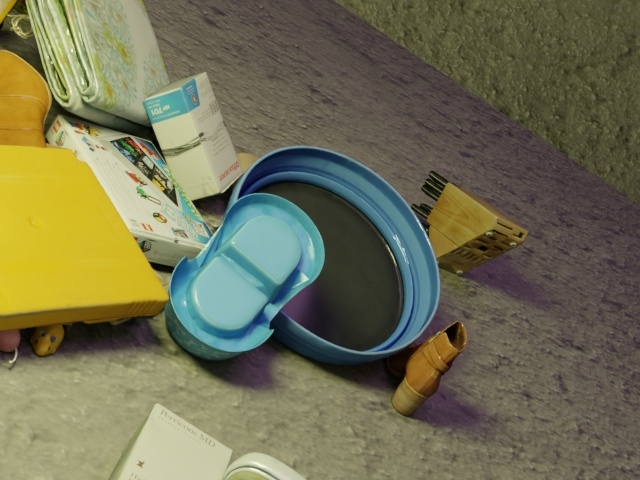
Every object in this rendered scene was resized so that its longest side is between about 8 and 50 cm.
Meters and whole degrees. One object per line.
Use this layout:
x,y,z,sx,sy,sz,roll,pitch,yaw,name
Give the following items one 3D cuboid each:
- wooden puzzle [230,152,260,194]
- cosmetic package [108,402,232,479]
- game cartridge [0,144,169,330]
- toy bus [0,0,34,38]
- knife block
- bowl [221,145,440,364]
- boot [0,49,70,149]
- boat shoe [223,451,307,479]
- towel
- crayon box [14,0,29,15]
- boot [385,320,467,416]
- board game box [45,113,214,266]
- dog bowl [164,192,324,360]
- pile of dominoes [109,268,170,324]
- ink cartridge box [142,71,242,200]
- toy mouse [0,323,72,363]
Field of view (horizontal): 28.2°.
0.000,0.000,2.281,0.347,0.080,0.322,18,28,-24,wooden puzzle
-0.186,0.296,1.453,0.117,0.085,0.231,33,25,-8,cosmetic package
-0.385,-0.008,1.669,0.323,0.053,0.285,-1,50,-53,game cartridge
-0.604,-0.412,2.188,0.191,0.104,0.202,-11,79,-22,toy bus
0.297,-0.066,2.613,0.088,0.275,0.242,21,57,-30,knife block
0.015,0.027,2.084,0.391,0.077,0.391,18,51,-24,bowl
-0.499,-0.197,1.914,0.211,0.104,0.295,10,40,-57,boot
-0.014,0.379,1.450,0.302,0.109,0.094,53,30,2,boat shoe
-0.372,-0.337,2.171,0.374,0.090,0.321,14,57,-71,towel
-0.550,-0.511,2.319,0.202,0.318,0.081,37,68,5,crayon box
0.178,0.183,2.074,0.073,0.152,0.197,30,24,-15,boot
-0.296,-0.075,2.019,0.193,0.053,0.305,15,29,-44,board game box
-0.116,0.058,1.869,0.166,0.074,0.297,40,51,-1,dog bowl
-0.327,0.049,1.814,0.196,0.040,0.251,39,15,8,pile of dominoes
-0.216,-0.178,2.190,0.139,0.082,0.191,-55,129,-67,ink cartridge box
-0.392,0.095,1.613,0.143,0.031,0.161,33,24,-7,toy mouse
